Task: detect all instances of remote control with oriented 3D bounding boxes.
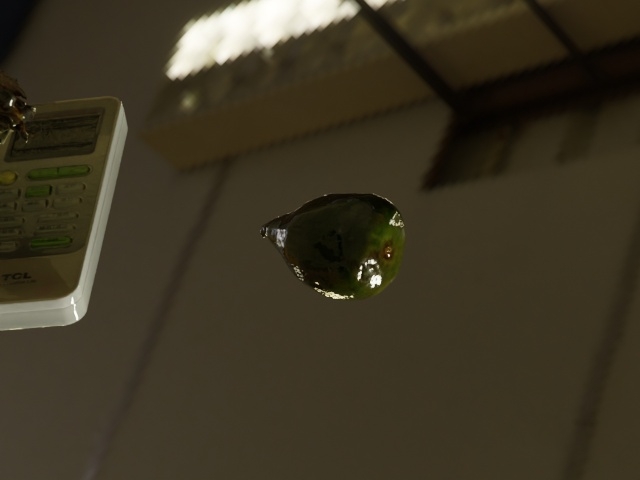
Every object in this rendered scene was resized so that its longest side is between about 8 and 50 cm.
[{"bbox_3d":[-0.210,-0.024,1.484,0.103,0.034,0.250,-4,-142,9],"label":"remote control"}]

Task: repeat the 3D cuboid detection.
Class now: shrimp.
[{"bbox_3d":[-0.260,-0.089,1.413,0.180,0.041,0.099,14,-117,51],"label":"shrimp"}]

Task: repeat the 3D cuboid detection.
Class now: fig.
[{"bbox_3d":[0.000,0.000,2.070,0.177,0.117,0.117,12,-118,29],"label":"fig"}]
